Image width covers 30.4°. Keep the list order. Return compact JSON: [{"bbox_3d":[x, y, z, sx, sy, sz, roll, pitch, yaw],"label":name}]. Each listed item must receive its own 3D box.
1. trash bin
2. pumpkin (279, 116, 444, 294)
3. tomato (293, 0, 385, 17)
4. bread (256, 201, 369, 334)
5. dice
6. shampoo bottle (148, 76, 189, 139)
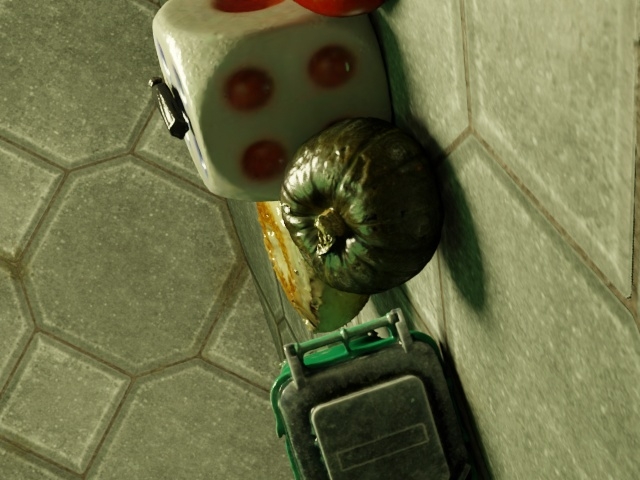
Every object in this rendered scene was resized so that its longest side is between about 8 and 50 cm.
[{"bbox_3d":[0.050,0.254,1.786,0.381,0.259,0.295,-166,58,-81],"label":"trash bin"},{"bbox_3d":[0.048,-0.041,1.456,0.223,0.157,0.224,19,121,35],"label":"pumpkin"},{"bbox_3d":[-0.018,-0.368,1.375,0.200,0.139,0.233,115,137,-69],"label":"tomato"},{"bbox_3d":[0.000,0.000,1.873,0.305,0.158,0.306,166,90,-79],"label":"bread"},{"bbox_3d":[-0.067,-0.212,1.583,0.243,0.259,0.251,-120,15,-55],"label":"dice"},{"bbox_3d":[-0.206,-0.181,1.579,0.137,0.027,0.048,-121,14,-49],"label":"shampoo bottle"}]
